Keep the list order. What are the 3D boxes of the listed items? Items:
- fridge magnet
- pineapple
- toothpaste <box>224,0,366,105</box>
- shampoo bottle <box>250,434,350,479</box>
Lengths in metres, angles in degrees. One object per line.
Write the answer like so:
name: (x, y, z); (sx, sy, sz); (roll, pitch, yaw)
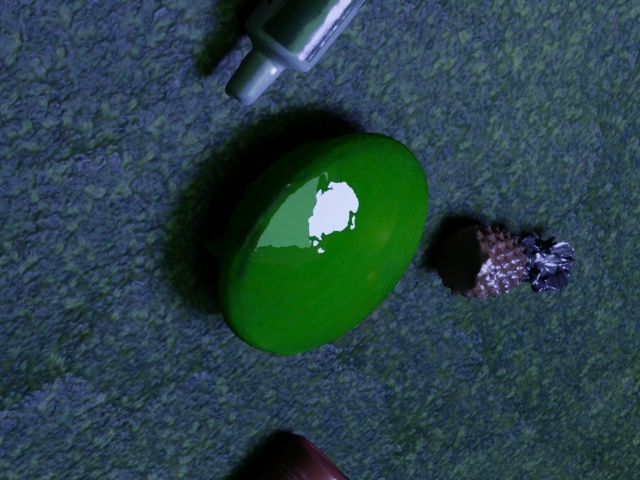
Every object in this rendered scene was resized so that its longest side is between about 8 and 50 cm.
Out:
fridge magnet: (0.000, 0.000, 1.581); (0.208, 0.088, 0.208); (-26, 139, -26)
pineapple: (0.178, 0.019, 1.788); (0.159, 0.074, 0.074); (1, 122, -48)
toothpaste: (0.058, -0.255, 1.425); (0.061, 0.099, 0.392); (36, 97, -22)
shampoo bottle: (-0.076, 0.288, 1.769); (0.244, 0.085, 0.085); (-46, 142, 1)
